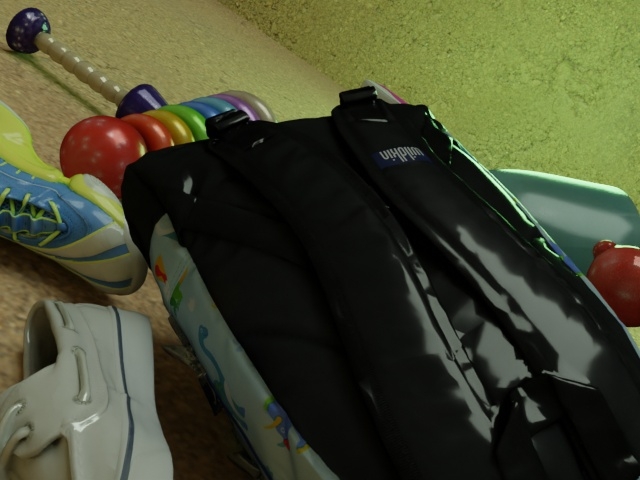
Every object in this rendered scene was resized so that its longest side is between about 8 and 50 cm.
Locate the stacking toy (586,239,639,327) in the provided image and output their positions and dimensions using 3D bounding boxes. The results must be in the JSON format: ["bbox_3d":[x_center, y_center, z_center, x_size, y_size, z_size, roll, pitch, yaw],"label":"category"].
[{"bbox_3d":[0.359,0.166,0.797,0.131,0.308,0.279,16,-10,27],"label":"stacking toy"}]

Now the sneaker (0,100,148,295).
[{"bbox_3d":[-0.256,-0.023,0.536,0.240,0.091,0.126,38,37,14],"label":"sneaker"}]

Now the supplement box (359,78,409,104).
[{"bbox_3d":[0.081,-0.176,1.253,0.114,0.220,0.111,38,19,14],"label":"supplement box"}]

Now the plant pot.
[{"bbox_3d":[0.273,0.027,0.978,0.235,0.292,0.293,17,21,-9],"label":"plant pot"}]

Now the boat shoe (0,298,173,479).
[{"bbox_3d":[-0.139,0.111,0.362,0.084,0.095,0.258,21,11,-24],"label":"boat shoe"}]

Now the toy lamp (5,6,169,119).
[{"bbox_3d":[-0.317,-0.227,0.941,0.275,0.080,0.080,34,18,8],"label":"toy lamp"}]

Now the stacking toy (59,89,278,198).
[{"bbox_3d":[-0.177,-0.107,0.813,0.141,0.141,0.330,37,25,11],"label":"stacking toy"}]

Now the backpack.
[{"bbox_3d":[0.054,0.076,0.465,0.290,0.273,0.355,-16,35,-26],"label":"backpack"}]
